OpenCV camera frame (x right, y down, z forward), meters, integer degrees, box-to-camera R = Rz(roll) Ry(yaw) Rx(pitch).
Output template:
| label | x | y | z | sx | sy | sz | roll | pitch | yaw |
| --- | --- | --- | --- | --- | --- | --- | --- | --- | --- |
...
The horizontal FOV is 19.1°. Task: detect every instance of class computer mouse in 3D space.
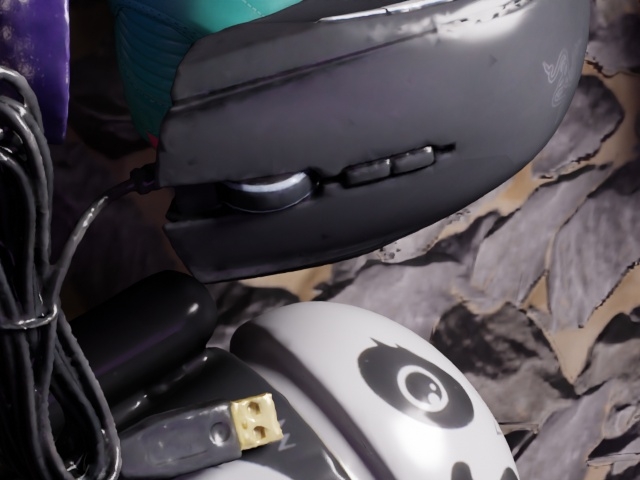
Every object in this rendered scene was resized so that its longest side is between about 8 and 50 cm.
| label | x | y | z | sx | sy | sz | roll | pitch | yaw |
| --- | --- | --- | --- | --- | --- | --- | --- | --- | --- |
| computer mouse | 0.000 | 0.000 | 0.651 | 0.262 | 0.060 | 0.184 | -21 | 129 | -26 |

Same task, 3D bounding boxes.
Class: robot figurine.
| label | x | y | z | sx | sy | sz | roll | pitch | yaw |
| --- | --- | --- | --- | --- | --- | --- | --- | --- | --- |
| robot figurine | -0.047 | 0.143 | 0.762 | 0.278 | 0.173 | 0.209 | -33 | 145 | -17 |

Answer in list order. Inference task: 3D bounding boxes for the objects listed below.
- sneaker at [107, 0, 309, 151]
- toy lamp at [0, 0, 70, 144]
| label | x | y | z | sx | sy | sz | roll | pitch | yaw |
| --- | --- | --- | --- | --- | --- | --- | --- | --- | --- |
| sneaker | 0.029 | -0.099 | 0.754 | 0.295 | 0.124 | 0.178 | -26 | 139 | -41 |
| toy lamp | -0.219 | -0.059 | 0.598 | 0.275 | 0.080 | 0.080 | -1 | 110 | -11 |
